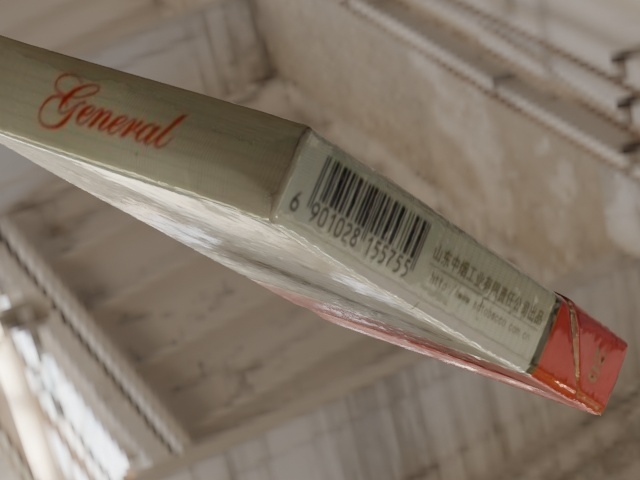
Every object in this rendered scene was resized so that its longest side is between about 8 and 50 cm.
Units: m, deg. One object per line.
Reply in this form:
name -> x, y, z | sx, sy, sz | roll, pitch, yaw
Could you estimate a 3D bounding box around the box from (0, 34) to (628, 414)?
box -> 0.000, 0.000, 0.627 | 0.139, 0.245, 0.035 | 18, -97, 36
